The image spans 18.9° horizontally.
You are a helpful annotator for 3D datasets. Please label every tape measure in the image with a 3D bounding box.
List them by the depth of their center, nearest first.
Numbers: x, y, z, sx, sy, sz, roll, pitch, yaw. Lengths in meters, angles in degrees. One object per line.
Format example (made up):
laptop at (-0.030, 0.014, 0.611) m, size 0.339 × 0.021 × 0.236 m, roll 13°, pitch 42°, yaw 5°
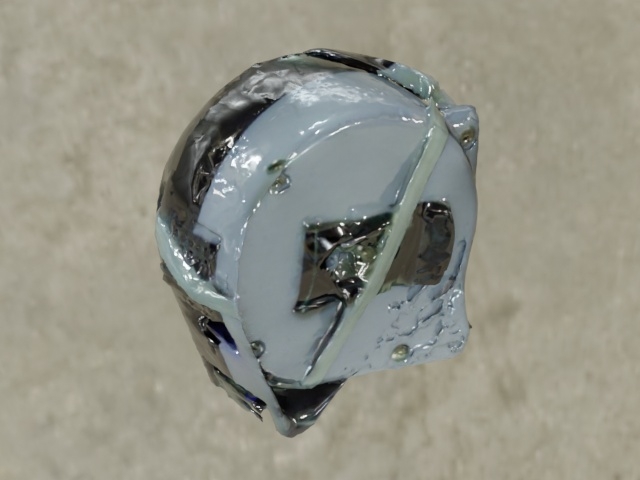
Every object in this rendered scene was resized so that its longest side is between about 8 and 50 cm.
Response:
tape measure at (-0.001, -0.001, 0.506) m, size 0.091 × 0.094 × 0.054 m, roll -24°, pitch 39°, yaw -23°
